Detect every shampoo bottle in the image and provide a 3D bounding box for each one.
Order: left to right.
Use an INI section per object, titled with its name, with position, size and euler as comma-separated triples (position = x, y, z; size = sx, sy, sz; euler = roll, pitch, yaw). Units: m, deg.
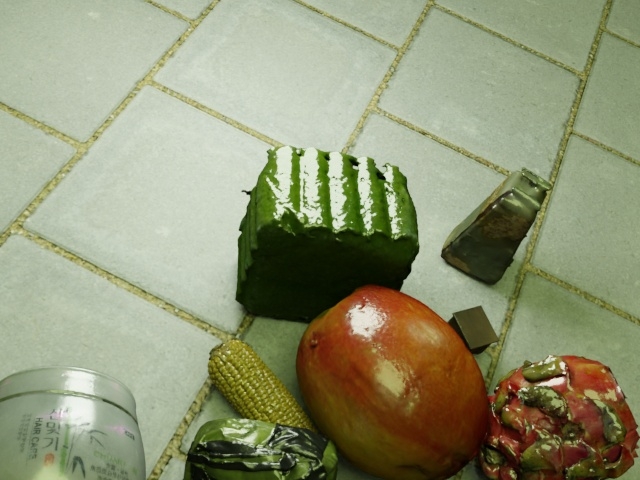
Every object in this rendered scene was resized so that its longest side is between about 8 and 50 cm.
[shampoo bottle]
position = -0.403, 0.350, 1.123
size = 0.273, 0.273, 0.266
euler = 4, 49, -12

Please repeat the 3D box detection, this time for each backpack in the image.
[backpack]
position = -0.105, 0.395, 1.220
size = 0.253, 0.207, 0.140
euler = 13, 19, 5

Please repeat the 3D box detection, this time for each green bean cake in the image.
[green bean cake]
position = 0.000, 0.000, 1.438
size = 0.335, 0.319, 0.218
euler = 11, 52, -12

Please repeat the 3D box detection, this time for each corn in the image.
[corn]
position = -0.096, 0.303, 1.346
size = 0.106, 0.106, 0.293
euler = -33, 74, -30

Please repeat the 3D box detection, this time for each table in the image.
[table]
position = 0.305, 0.195, 1.526
size = 0.070, 0.082, 0.083
euler = -13, 62, -22

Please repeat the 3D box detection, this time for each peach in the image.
[peach]
position = 0.127, 0.258, 1.305
size = 0.290, 0.372, 0.372
euler = -38, 72, -13

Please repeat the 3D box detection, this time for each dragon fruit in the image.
[dragon fruit]
position = 0.419, 0.347, 1.368
size = 0.291, 0.269, 0.250
euler = -29, 72, 9

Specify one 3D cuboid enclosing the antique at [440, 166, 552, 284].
[antique]
position = 0.383, -0.037, 1.578
size = 0.150, 0.284, 0.125
euler = 32, 55, 5
